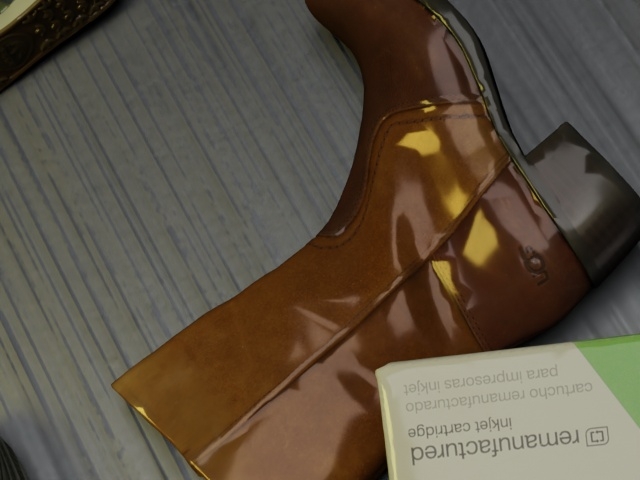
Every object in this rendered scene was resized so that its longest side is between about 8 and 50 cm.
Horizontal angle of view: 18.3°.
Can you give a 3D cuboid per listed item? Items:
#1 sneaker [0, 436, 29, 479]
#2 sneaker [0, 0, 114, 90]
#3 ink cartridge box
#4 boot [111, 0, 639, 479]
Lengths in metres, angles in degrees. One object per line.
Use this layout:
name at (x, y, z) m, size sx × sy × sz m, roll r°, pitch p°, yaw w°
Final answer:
sneaker at (-0.194, 0.196, 1.033) m, size 0.115 × 0.090 × 0.232 m, roll -35°, pitch 40°, yaw 8°
sneaker at (-0.217, -0.137, 1.202) m, size 0.192 × 0.064 × 0.086 m, roll -35°, pitch 59°, yaw -7°
ink cartridge box at (0.144, 0.185, 0.938) m, size 0.198 × 0.115 × 0.272 m, roll -8°, pitch 81°, yaw 10°
boot at (0.000, 0.000, 1.113) m, size 0.280 × 0.096 × 0.264 m, roll -42°, pitch 75°, yaw -2°
